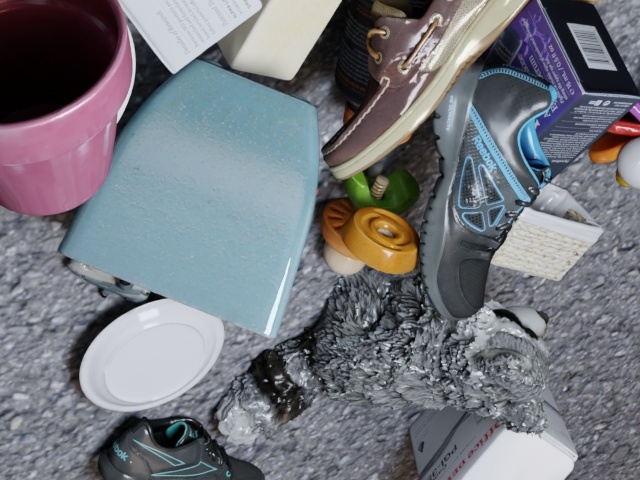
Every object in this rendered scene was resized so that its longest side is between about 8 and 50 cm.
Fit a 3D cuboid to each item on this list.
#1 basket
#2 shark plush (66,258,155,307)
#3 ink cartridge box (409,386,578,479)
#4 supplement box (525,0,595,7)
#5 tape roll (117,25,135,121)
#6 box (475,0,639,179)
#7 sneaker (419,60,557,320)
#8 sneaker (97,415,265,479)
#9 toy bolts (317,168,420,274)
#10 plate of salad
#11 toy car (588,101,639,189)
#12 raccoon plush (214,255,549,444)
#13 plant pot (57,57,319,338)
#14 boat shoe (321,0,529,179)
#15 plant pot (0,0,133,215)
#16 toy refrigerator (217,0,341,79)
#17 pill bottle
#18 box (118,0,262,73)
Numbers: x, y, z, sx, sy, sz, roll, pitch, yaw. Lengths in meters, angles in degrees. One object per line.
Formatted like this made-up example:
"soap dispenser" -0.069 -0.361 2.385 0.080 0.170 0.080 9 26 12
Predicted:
"basket" 0.287 -0.020 2.075 0.167 0.113 0.103 13 119 -38
"shark plush" -0.250 0.050 1.859 0.067 0.073 0.161 -21 158 11
"ink cartridge box" 0.245 0.294 2.170 0.117 0.283 0.207 34 105 -13
"supplement box" 0.313 -0.343 1.856 0.233 0.080 0.078 -10 129 -27
"tape roll" -0.329 -0.198 1.503 0.246 0.169 0.246 -17 133 -20
"box" 0.271 -0.179 1.858 0.108 0.153 0.207 0 147 -38
"sneaker" 0.199 -0.047 1.783 0.140 0.125 0.340 10 120 15
"sneaker" -0.173 0.308 2.063 0.267 0.101 0.106 16 113 -40
"toy bolts" 0.000 0.000 1.867 0.228 0.218 0.158 14 124 -19
"plate of salad" -0.220 0.144 1.934 0.200 0.048 0.200 -19 137 -19
"toy car" 0.440 -0.168 2.050 0.136 0.159 0.182 34 107 -7
"raccoon plush" 0.109 0.217 2.022 0.446 0.299 0.216 -45 136 7
"plant pot" -0.114 -0.059 1.661 0.247 0.248 0.252 23 91 -1
"boat shoe" 0.103 -0.218 1.635 0.123 0.123 0.342 40 107 -8
"plant pot" -0.265 -0.125 1.360 0.201 0.201 0.180 -24 150 -14
"toy refrigerator" -0.016 -0.311 1.620 0.094 0.102 0.269 7 131 -36
"pill bottle" 0.089 -0.235 1.763 0.130 0.130 0.245 -8 129 -27
"box" -0.177 -0.300 1.506 0.119 0.181 0.182 -37 136 0
